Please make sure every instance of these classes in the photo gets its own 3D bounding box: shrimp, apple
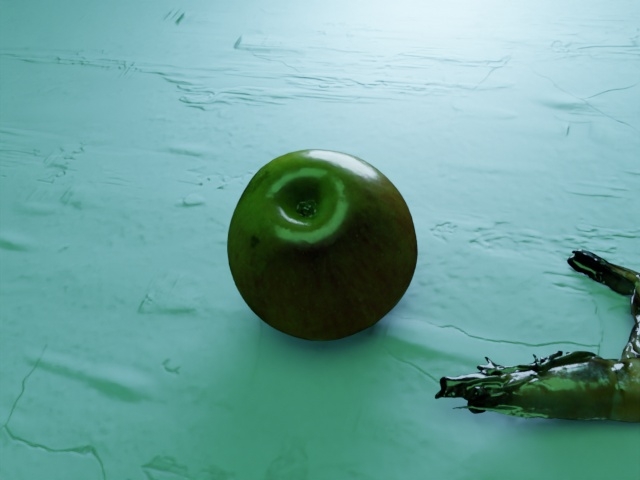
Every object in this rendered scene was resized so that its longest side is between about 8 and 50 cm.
[{"bbox_3d":[0.231,0.088,0.619,0.261,0.051,0.198,-6,42,3],"label":"shrimp"},{"bbox_3d":[0.000,0.000,0.653,0.195,0.196,0.196,-6,48,7],"label":"apple"}]
